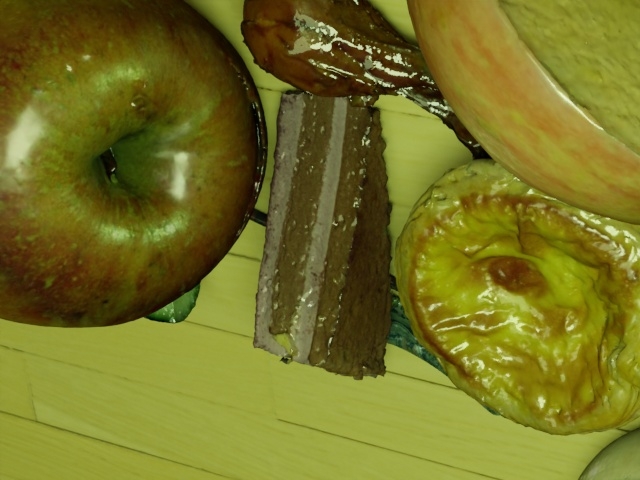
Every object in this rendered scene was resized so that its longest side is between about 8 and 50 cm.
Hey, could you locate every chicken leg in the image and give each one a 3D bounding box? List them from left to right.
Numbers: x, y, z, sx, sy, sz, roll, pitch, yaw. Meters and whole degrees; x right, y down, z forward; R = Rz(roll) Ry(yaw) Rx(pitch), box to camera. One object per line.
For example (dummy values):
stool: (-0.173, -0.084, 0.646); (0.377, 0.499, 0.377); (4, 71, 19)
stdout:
chicken leg: (0.062, -0.152, 1.700); (0.304, 0.093, 0.113); (27, 119, 12)

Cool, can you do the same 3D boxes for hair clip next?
hair clip: (0.097, 0.100, 1.866); (0.229, 0.036, 0.066); (33, 128, 22)

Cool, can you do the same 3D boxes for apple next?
apple: (-0.256, -0.097, 1.809); (0.374, 0.374, 0.384); (-13, 146, 39)
apple: (0.225, -0.141, 1.476); (0.252, 0.314, 0.309); (-30, 84, 8)

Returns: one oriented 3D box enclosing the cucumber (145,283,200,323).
cucumber: (-0.182, 0.018, 1.988); (0.115, 0.062, 0.116); (10, 106, 27)

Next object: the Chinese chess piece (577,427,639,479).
Chinese chess piece: (0.350, 0.288, 1.767); (0.257, 0.104, 0.257); (18, 128, 25)

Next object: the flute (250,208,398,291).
flute: (0.016, 0.015, 1.881); (0.269, 0.014, 0.014); (26, 130, 18)

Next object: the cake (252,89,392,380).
cake: (0.000, 0.000, 1.813); (0.116, 0.113, 0.295); (10, 108, 32)

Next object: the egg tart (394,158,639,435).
egg tart: (0.203, 0.038, 1.700); (0.294, 0.116, 0.295); (19, 131, 23)
